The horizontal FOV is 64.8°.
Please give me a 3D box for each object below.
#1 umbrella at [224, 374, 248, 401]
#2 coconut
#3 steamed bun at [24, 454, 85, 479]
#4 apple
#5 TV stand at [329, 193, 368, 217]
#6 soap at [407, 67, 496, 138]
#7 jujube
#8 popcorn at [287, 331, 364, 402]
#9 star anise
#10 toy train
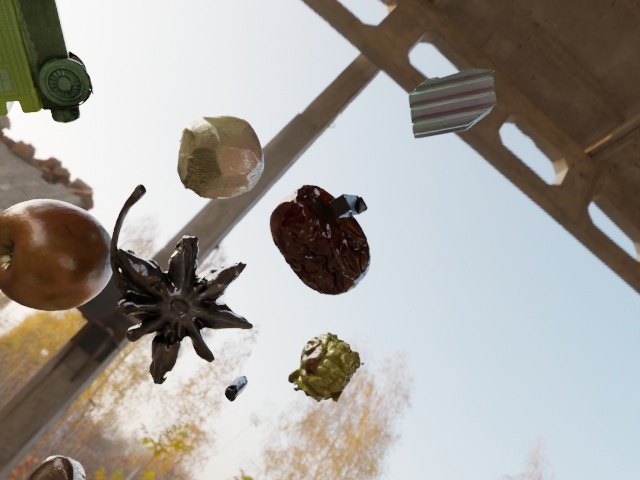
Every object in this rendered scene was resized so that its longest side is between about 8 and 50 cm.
[{"bbox_3d":[-0.178,0.315,1.073,0.031,0.036,0.133,-9,-7,1],"label":"umbrella"},{"bbox_3d":[-0.209,-0.184,1.101,0.194,0.194,0.194,27,-33,19],"label":"coconut"},{"bbox_3d":[-0.542,0.535,1.023,0.106,0.175,0.145,-2,-27,-13],"label":"steamed bun"},{"bbox_3d":[-0.579,0.030,1.076,0.253,0.254,0.254,27,-33,19],"label":"apple"},{"bbox_3d":[0.083,-0.094,1.366,0.040,0.256,0.049,-30,-95,15],"label":"TV stand"},{"bbox_3d":[0.359,-0.372,1.375,0.230,0.145,0.091,-8,-3,14],"label":"soap"},{"bbox_3d":[0.001,0.000,1.686,0.377,0.276,0.276,54,-33,-6],"label":"jujube"},{"bbox_3d":[0.015,0.375,1.483,0.169,0.189,0.218,28,0,-12],"label":"popcorn"},{"bbox_3d":[-0.283,0.104,1.013,0.315,0.360,0.139,20,-5,-26],"label":"star anise"},{"bbox_3d":[-0.652,-0.457,1.055,0.179,0.272,0.443,-131,-145,-54],"label":"toy train"}]
